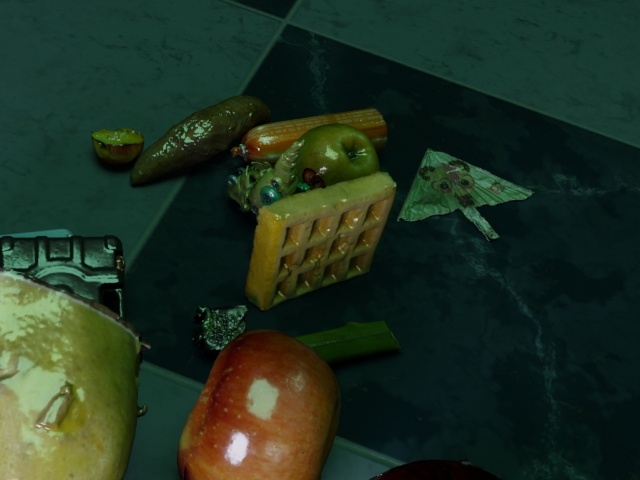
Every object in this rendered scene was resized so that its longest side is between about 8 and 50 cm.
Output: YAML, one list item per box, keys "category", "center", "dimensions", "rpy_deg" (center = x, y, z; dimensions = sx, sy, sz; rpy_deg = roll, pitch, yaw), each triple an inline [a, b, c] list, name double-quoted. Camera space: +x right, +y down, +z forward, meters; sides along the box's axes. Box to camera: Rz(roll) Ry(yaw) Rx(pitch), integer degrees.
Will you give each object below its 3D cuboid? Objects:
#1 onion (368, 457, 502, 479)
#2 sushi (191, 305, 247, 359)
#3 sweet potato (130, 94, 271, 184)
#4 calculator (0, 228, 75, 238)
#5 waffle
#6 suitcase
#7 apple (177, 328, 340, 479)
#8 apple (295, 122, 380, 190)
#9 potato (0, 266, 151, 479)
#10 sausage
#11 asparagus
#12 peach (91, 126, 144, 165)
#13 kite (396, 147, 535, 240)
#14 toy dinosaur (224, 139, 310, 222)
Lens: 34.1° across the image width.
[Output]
- category: "onion"
  center: [0.168, 0.426, 1.378]
  dimensions: [0.313, 0.232, 0.314]
  rpy_deg: [7, 48, -8]
- category: "sushi"
  center: [-0.164, 0.151, 1.681]
  dimensions: [0.084, 0.056, 0.083]
  rpy_deg: [5, 54, -12]
- category: "sweet potato"
  center: [-0.210, -0.199, 1.960]
  dimensions: [0.341, 0.114, 0.092]
  rpy_deg: [-33, 80, -35]
- category: "calculator"
  center: [-0.485, 0.037, 1.713]
  dimensions: [0.210, 0.039, 0.121]
  rpy_deg: [-7, 52, -21]
- category: "waffle"
  center: [0.000, 0.000, 1.747]
  dimensions: [0.247, 0.221, 0.055]
  rpy_deg: [-18, 54, -28]
- category: "suitcase"
  center: [-0.400, 0.122, 1.605]
  dimensions: [0.206, 0.066, 0.286]
  rpy_deg: [-1, 58, -14]
- category: "apple"
  center: [-0.079, 0.256, 1.466]
  dimensions: [0.206, 0.252, 0.272]
  rpy_deg: [22, 21, 2]
- category: "apple"
  center: [0.026, -0.130, 1.907]
  dimensions: [0.182, 0.155, 0.183]
  rpy_deg: [17, 53, -24]
- category: "potato"
  center: [-0.423, 0.219, 1.308]
  dimensions: [0.396, 0.290, 0.296]
  rpy_deg: [8, 54, 2]
- category: "sausage"
  center: [-0.027, -0.192, 2.015]
  dimensions: [0.312, 0.093, 0.093]
  rpy_deg: [-11, 51, -23]
- category: "asparagus"
  center: [0.011, 0.174, 1.694]
  dimensions: [0.277, 0.060, 0.067]
  rpy_deg: [-12, 80, -25]
- category: "peach"
  center: [-0.374, -0.171, 1.926]
  dimensions: [0.098, 0.062, 0.098]
  rpy_deg: [8, 23, -4]
- category: "kite"
  center: [0.275, -0.097, 2.057]
  dimensions: [0.322, 0.013, 0.268]
  rpy_deg: [-10, 50, -22]
- category: "toy dinosaur"
  center: [-0.070, -0.091, 1.820]
  dimensions: [0.153, 0.259, 0.094]
  rpy_deg: [50, 52, -5]
